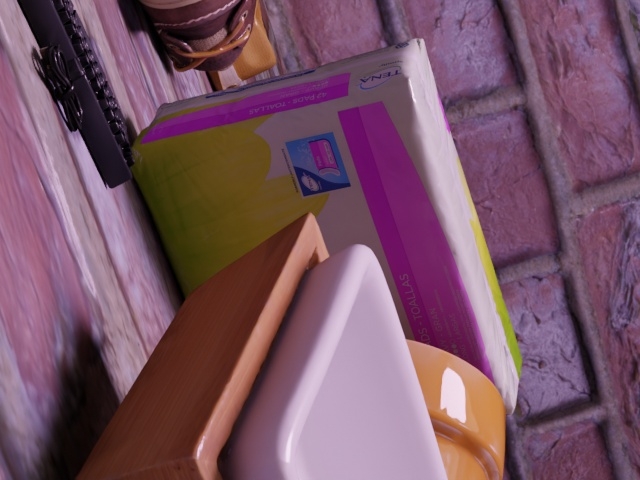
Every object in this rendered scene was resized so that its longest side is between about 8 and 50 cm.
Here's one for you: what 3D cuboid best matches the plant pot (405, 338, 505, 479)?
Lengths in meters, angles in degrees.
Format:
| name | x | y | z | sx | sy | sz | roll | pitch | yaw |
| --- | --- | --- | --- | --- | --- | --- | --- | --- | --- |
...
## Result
| name | x | y | z | sx | sy | sz | roll | pitch | yaw |
| --- | --- | --- | --- | --- | --- | --- | --- | --- | --- |
| plant pot | 0.027 | 0.198 | 0.977 | 0.205 | 0.205 | 0.188 | 68 | 21 | -50 |

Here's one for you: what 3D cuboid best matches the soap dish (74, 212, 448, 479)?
| name | x | y | z | sx | sy | sz | roll | pitch | yaw |
| --- | --- | --- | --- | --- | --- | --- | --- | --- | --- |
| soap dish | -0.009 | 0.164 | 0.726 | 0.229 | 0.118 | 0.291 | -65 | 141 | -59 |

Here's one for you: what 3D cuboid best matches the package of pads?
| name | x | y | z | sx | sy | sz | roll | pitch | yaw |
| --- | --- | --- | --- | --- | --- | --- | --- | --- | --- |
| package of pads | 0.005 | 0.017 | 1.053 | 0.101 | 0.229 | 0.296 | -71 | 144 | -58 |

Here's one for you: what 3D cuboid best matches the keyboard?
| name | x | y | z | sx | sy | sz | roll | pitch | yaw |
| --- | --- | --- | --- | --- | --- | --- | --- | --- | --- |
| keyboard | -0.155 | -0.117 | 0.870 | 0.108 | 0.023 | 0.180 | -101 | 172 | -52 |

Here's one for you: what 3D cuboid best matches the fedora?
| name | x | y | z | sx | sy | sz | roll | pitch | yaw |
| --- | --- | --- | --- | --- | --- | --- | --- | --- | --- |
| fedora | -0.102 | -0.247 | 1.688 | 0.194 | 0.079 | 0.194 | -17 | 90 | -85 |

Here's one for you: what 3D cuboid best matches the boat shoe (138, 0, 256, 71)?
| name | x | y | z | sx | sy | sz | roll | pitch | yaw |
| --- | --- | --- | --- | --- | --- | --- | --- | --- | --- |
| boat shoe | -0.104 | -0.221 | 1.320 | 0.342 | 0.123 | 0.123 | -115 | -174 | -75 |
